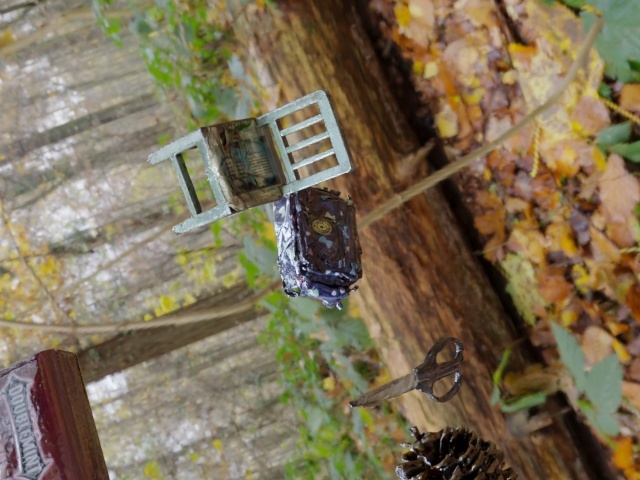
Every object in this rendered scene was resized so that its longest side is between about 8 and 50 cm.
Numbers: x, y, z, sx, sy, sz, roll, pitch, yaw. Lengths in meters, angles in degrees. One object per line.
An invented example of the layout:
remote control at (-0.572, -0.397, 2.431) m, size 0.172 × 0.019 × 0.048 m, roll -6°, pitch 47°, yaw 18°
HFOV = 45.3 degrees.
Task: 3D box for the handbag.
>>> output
handbag at (0.000, 0.000, 1.501) m, size 0.113 × 0.162 × 0.260 m, roll -47°, pitch 39°, yaw 46°

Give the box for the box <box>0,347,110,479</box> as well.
box at (-0.262, 0.226, 0.724) m, size 0.069 × 0.120 × 0.224 m, roll 46°, pitch -157°, yaw -69°

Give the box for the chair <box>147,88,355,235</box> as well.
chair at (-0.109, -0.115, 1.147) m, size 0.147 × 0.271 × 0.136 m, roll -22°, pitch -86°, yaw -53°

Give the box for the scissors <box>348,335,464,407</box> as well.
scissors at (0.140, 0.217, 1.178) m, size 0.022 × 0.300 × 0.109 m, roll 7°, pitch 98°, yaw 39°

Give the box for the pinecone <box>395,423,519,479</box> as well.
pinecone at (0.276, 0.484, 1.531) m, size 0.243 × 0.244 × 0.257 m, roll 74°, pitch 170°, yaw -60°
